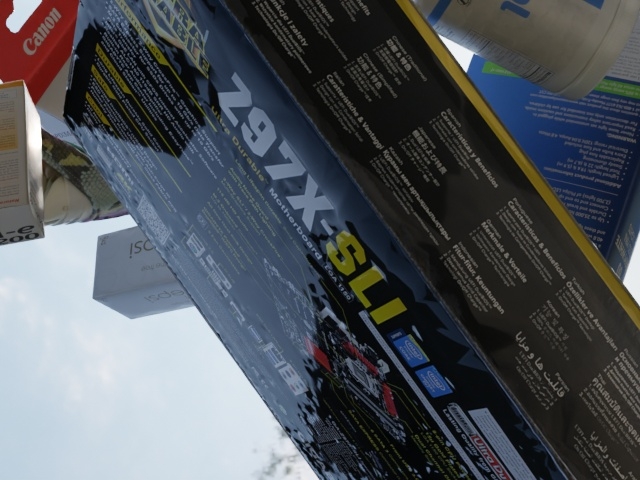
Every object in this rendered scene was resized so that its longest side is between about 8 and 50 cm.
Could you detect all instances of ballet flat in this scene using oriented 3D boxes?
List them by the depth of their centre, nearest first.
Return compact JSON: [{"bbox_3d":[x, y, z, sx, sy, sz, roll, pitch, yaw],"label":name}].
[{"bbox_3d":[-0.237,-0.060,0.719,0.221,0.077,0.079,43,-136,-40],"label":"ballet flat"}]

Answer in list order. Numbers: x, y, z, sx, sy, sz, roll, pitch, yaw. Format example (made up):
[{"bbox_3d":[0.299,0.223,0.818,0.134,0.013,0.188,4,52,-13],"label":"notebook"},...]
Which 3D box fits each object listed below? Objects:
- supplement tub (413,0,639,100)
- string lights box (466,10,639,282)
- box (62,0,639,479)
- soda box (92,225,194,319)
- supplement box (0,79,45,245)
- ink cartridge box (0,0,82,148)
[{"bbox_3d":[0.106,-0.128,0.488,0.107,0.071,0.071,24,-135,-7],"label":"supplement tub"},{"bbox_3d":[0.145,-0.037,0.606,0.077,0.133,0.259,42,-112,-59],"label":"string lights box"},{"bbox_3d":[0.000,0.000,0.447,0.079,0.257,0.322,-35,-93,-26],"label":"box"},{"bbox_3d":[-0.117,0.018,0.905,0.069,0.216,0.073,42,-139,-54],"label":"soda box"},{"bbox_3d":[-0.200,-0.044,0.542,0.036,0.062,0.098,87,171,-56],"label":"supplement box"},{"bbox_3d":[-0.258,-0.192,1.017,0.224,0.056,0.181,58,-142,-39],"label":"ink cartridge box"}]
